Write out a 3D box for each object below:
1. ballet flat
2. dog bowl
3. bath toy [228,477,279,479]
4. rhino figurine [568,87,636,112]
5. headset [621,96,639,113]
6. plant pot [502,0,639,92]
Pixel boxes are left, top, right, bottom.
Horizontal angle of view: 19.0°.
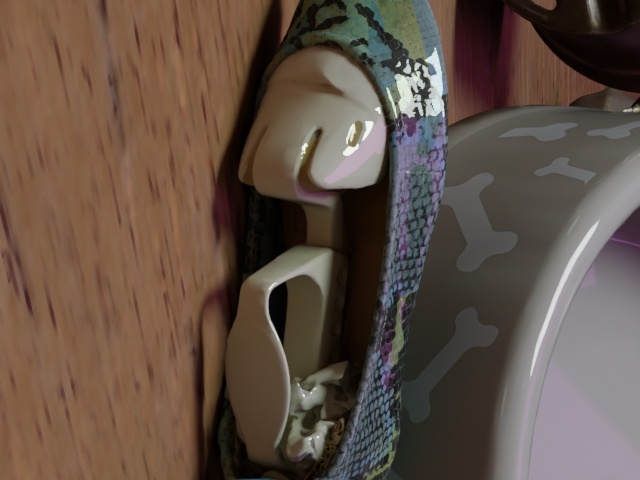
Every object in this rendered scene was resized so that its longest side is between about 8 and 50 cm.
[{"bbox_3d":[0.000,0.000,0.604,0.070,0.070,0.188,-3,96,-76],"label":"ballet flat"},{"bbox_3d":[0.140,0.111,0.735,0.349,0.102,0.348,6,81,-40],"label":"dog bowl"},{"bbox_3d":[-0.010,0.253,0.560,0.151,0.129,0.348,-8,107,-30],"label":"bath toy"},{"bbox_3d":[0.182,-0.032,1.293,0.243,0.073,0.106,-58,157,-66],"label":"rhino figurine"},{"bbox_3d":[0.172,0.117,1.046,0.243,0.185,0.394,79,1,-71],"label":"headset"},{"bbox_3d":[0.157,-0.162,0.990,0.165,0.167,0.167,-6,102,-68],"label":"plant pot"}]
